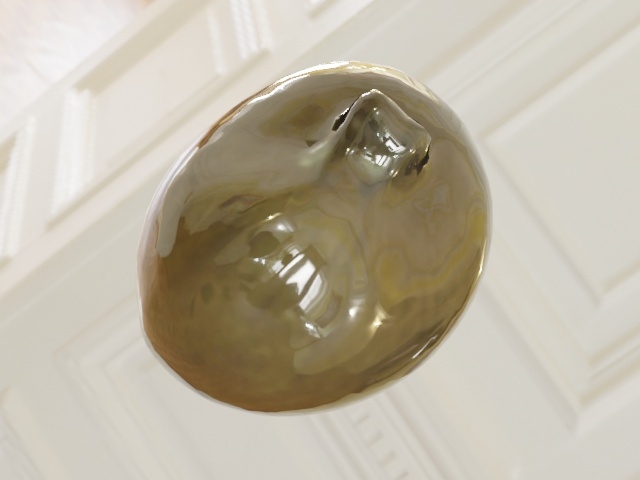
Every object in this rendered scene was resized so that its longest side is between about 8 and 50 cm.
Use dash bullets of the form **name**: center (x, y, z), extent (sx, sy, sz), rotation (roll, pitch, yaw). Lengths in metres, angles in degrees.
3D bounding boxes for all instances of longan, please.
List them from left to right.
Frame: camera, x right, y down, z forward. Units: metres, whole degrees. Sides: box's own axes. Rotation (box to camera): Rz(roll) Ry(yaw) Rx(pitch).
- **longan**: center (0.000, 0.000, 1.002), extent (0.243, 0.300, 0.300), rotation (37, 13, 0)
